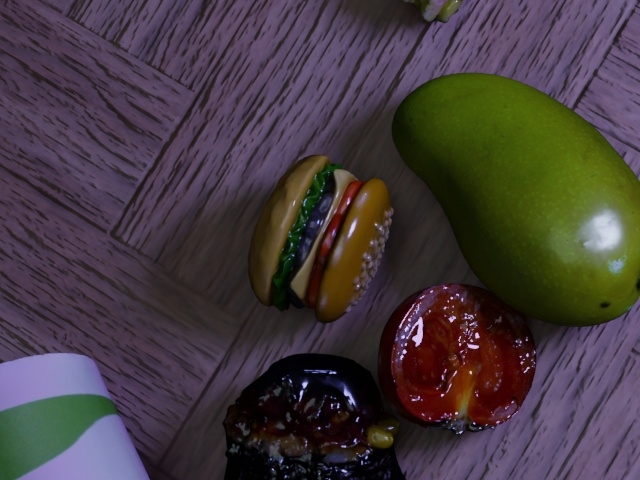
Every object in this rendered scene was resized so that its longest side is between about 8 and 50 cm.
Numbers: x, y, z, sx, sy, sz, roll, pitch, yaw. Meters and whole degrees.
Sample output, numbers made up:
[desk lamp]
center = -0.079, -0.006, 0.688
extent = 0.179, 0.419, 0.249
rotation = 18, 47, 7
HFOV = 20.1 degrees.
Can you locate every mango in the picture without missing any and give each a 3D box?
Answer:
[mango]
center = 0.189, -0.045, 1.668
extent = 0.175, 0.143, 0.293
rotation = -39, 67, -8

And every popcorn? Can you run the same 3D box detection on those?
[popcorn]
center = 0.115, -0.263, 1.740
extent = 0.097, 0.109, 0.089
rotation = -26, 111, 41

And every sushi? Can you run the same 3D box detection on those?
[sushi]
center = -0.009, 0.185, 1.666
extent = 0.172, 0.153, 0.150
rotation = 14, 105, 33

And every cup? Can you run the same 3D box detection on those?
[cup]
center = -0.253, 0.261, 1.666
extent = 0.253, 0.253, 0.274
rotation = -24, 71, 7

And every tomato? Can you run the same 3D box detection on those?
[tomato]
center = 0.116, 0.111, 1.682
extent = 0.159, 0.091, 0.139
rotation = 5, 84, -24

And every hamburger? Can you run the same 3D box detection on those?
[hamburger]
center = 0.000, 0.000, 1.694
extent = 0.115, 0.162, 0.162
rotation = 23, 87, 9
